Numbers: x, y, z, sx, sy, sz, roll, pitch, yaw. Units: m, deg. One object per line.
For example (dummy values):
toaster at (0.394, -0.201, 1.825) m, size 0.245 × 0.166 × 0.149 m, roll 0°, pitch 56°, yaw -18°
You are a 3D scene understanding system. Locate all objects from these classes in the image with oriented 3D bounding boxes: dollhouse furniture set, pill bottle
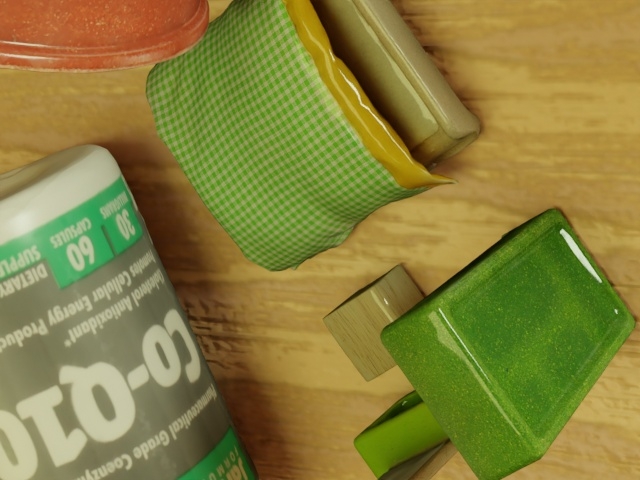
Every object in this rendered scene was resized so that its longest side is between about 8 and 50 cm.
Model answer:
dollhouse furniture set at (0.000, 0.000, 0.922) m, size 0.197 × 0.151 × 0.301 m, roll -34°, pitch 92°, yaw 40°
pill bottle at (-0.159, 0.137, 1.069) m, size 0.204 × 0.204 × 0.361 m, roll -14°, pitch 106°, yaw 38°

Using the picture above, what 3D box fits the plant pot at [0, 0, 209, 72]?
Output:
plant pot at (-0.164, -0.264, 0.842) m, size 0.272 × 0.272 × 0.265 m, roll 26°, pitch 118°, yaw 21°
